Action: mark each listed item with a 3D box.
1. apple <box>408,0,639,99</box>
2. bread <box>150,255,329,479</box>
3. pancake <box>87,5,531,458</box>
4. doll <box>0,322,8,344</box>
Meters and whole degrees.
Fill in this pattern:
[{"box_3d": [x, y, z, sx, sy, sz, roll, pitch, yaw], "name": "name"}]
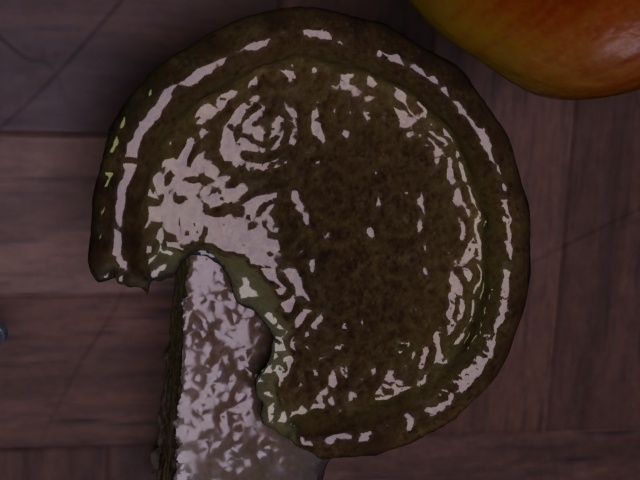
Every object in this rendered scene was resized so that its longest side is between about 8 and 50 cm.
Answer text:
[{"box_3d": [0.152, -0.217, 0.774, 0.286, 0.286, 0.233, 32, 111, -18], "name": "apple"}, {"box_3d": [-0.018, 0.036, 0.884, 0.183, 0.102, 0.337, 4, 99, -18], "name": "bread"}, {"box_3d": [0.000, 0.000, 0.814, 0.286, 0.033, 0.288, -7, 99, -16], "name": "pancake"}, {"box_3d": [-0.295, 0.032, 0.833, 0.195, 0.070, 0.096, 21, 112, -10], "name": "doll"}]
